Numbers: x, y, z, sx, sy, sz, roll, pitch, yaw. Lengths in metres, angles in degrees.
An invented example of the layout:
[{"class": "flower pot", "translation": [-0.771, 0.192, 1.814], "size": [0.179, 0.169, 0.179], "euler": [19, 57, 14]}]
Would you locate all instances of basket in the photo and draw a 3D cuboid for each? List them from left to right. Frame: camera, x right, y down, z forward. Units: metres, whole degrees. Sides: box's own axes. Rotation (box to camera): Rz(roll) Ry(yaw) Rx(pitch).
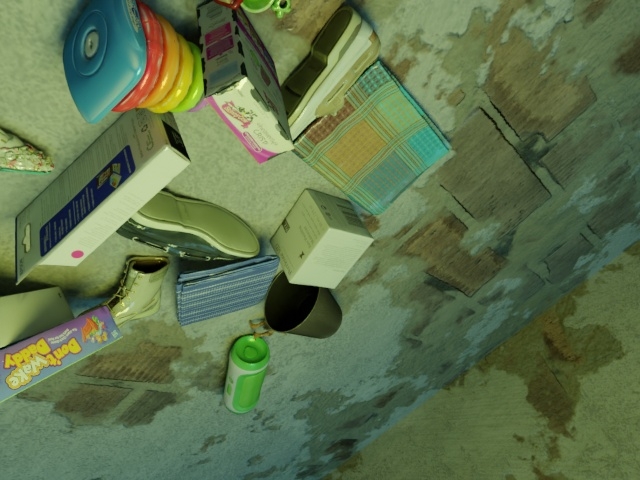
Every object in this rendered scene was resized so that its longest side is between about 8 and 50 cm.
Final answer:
[{"class": "basket", "translation": [-0.034, 0.192, 1.418], "size": [0.204, 0.154, 0.227], "euler": [-64, 149, -12]}]

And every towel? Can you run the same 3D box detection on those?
[{"class": "towel", "translation": [-0.241, 0.126, 1.237], "size": [0.243, 0.040, 0.336], "euler": [-13, 160, -21]}, {"class": "towel", "translation": [0.130, -0.217, 1.157], "size": [0.271, 0.040, 0.370], "euler": [-42, 139, 15]}]

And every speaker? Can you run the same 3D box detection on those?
[{"class": "speaker", "translation": [-0.239, 0.432, 1.577], "size": [0.131, 0.131, 0.296], "euler": [-7, 136, -25]}]

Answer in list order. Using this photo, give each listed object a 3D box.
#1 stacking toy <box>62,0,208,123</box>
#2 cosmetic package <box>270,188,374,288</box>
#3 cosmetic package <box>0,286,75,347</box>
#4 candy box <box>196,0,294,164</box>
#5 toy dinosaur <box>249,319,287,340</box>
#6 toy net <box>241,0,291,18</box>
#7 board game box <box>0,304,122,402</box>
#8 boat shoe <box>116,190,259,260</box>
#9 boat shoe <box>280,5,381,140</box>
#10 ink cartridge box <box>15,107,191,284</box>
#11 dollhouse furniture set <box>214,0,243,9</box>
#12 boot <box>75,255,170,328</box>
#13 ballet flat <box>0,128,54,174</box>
[{"class": "stacking toy", "translation": [-0.233, -0.266, 0.808], "size": [0.166, 0.175, 0.302], "euler": [-29, 161, 31]}, {"class": "cosmetic package", "translation": [0.000, 0.000, 1.225], "size": [0.151, 0.151, 0.184], "euler": [13, 124, -39]}, {"class": "cosmetic package", "translation": [-0.676, 0.198, 0.912], "size": [0.284, 0.097, 0.377], "euler": [-28, -178, -4]}, {"class": "candy box", "translation": [-0.122, -0.261, 0.794], "size": [0.071, 0.233, 0.159], "euler": [-23, 144, 12]}, {"class": "toy dinosaur", "translation": [-0.150, 0.255, 1.464], "size": [0.112, 0.064, 0.211], "euler": [-13, 175, 0]}, {"class": "toy net", "translation": [-0.049, -0.466, 0.770], "size": [0.122, 0.045, 0.232], "euler": [7, 129, -35]}, {"class": "board game box", "translation": [-0.580, 0.248, 0.911], "size": [0.233, 0.078, 0.347], "euler": [-27, -178, 25]}, {"class": "boat shoe", "translation": [-0.284, -0.010, 1.068], "size": [0.113, 0.127, 0.340], "euler": [-37, 149, 27]}, {"class": "boat shoe", "translation": [-0.001, -0.283, 0.946], "size": [0.103, 0.113, 0.302], "euler": [24, 117, -39]}, {"class": "ink cartridge box", "translation": [-0.396, -0.086, 0.873], "size": [0.371, 0.176, 0.069], "euler": [-37, 141, 10]}, {"class": "dollhouse furniture set", "translation": [0.016, -0.444, 0.640], "size": [0.374, 0.201, 0.152], "euler": [-53, 137, 4]}, {"class": "boot", "translation": [-0.447, 0.121, 1.120], "size": [0.213, 0.077, 0.165], "euler": [-20, 145, -48]}, {"class": "ballet flat", "translation": [-0.556, -0.151, 0.786], "size": [0.241, 0.091, 0.077], "euler": [0, 111, -36]}]
